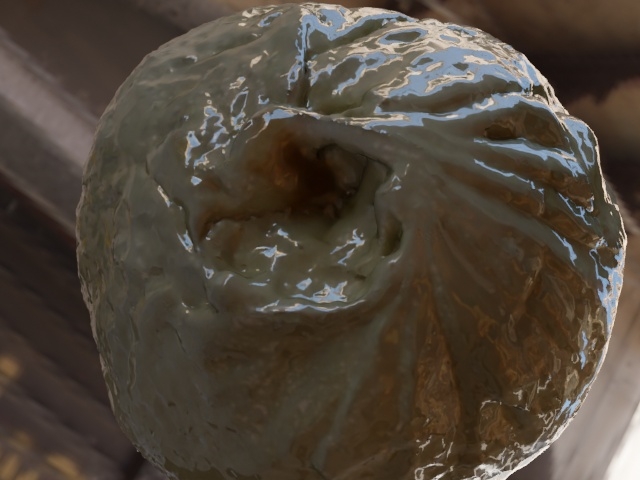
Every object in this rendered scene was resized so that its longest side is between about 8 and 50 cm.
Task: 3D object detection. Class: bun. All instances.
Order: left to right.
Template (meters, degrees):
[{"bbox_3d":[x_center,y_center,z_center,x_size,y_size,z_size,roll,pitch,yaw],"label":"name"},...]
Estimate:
[{"bbox_3d":[0.000,0.000,1.055,0.352,0.349,0.227,56,5,26],"label":"bun"}]
